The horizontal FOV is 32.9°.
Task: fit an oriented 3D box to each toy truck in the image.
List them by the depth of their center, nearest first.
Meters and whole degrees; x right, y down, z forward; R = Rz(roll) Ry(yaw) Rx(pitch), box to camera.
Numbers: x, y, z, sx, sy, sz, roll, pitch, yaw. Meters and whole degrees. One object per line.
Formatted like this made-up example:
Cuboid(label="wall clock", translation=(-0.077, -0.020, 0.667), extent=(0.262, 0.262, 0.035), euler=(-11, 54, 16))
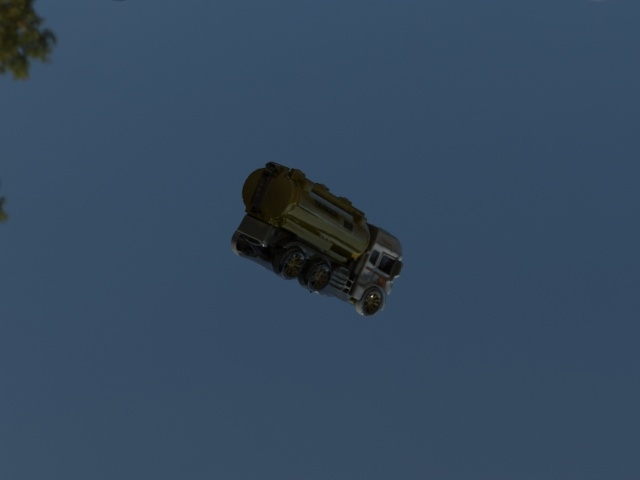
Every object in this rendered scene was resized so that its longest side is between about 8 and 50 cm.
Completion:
Cuboid(label="toy truck", translation=(0.000, 0.000, 0.669), extent=(0.052, 0.123, 0.062), euler=(24, -92, 44))
